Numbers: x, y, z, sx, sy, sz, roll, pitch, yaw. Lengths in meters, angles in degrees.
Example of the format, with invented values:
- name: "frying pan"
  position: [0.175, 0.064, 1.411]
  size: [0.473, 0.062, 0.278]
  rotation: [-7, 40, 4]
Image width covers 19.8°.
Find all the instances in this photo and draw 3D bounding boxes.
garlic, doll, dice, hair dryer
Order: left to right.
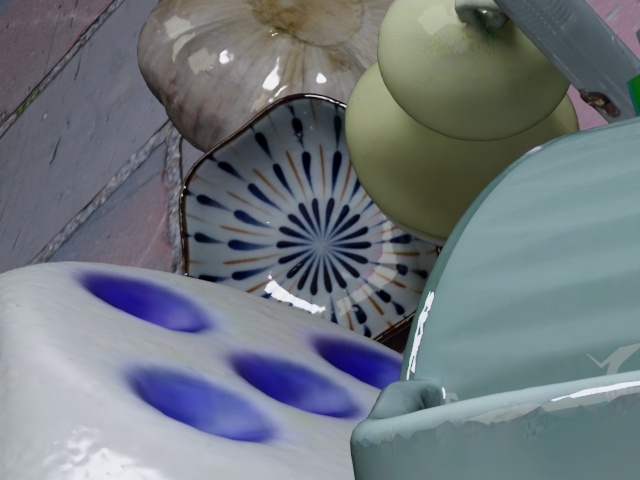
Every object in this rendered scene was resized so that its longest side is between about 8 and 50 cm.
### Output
- name: "dice"
  position: [-0.062, 0.185, 0.886]
  size: [0.277, 0.304, 0.304]
  rotation: [-66, 22, 9]
- name: "garlic"
  position: [-0.034, -0.110, 1.365]
  size: [0.212, 0.219, 0.218]
  rotation: [110, 173, -55]
- name: "doll"
  position: [0.086, -0.083, 1.043]
  size: [0.296, 0.141, 0.117]
  rotation: [95, -169, -68]
- name: "hair dryer"
  position: [0.154, -0.086, 0.937]
  size: [0.073, 0.236, 0.131]
  rotation: [-3, 58, 48]

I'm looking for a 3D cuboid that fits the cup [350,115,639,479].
- name: "cup"
  position: [0.224, 0.090, 0.527]
  size: [0.392, 0.310, 0.401]
  rotation: [-19, 13, 45]

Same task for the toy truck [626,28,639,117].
- name: "toy truck"
  position: [0.296, -0.121, 0.801]
  size: [0.363, 0.177, 0.178]
  rotation: [-33, 65, 34]

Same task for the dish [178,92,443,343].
- name: "dish"
  position: [0.000, 0.000, 1.229]
  size: [0.190, 0.191, 0.066]
  rotation: [-58, -16, -2]
